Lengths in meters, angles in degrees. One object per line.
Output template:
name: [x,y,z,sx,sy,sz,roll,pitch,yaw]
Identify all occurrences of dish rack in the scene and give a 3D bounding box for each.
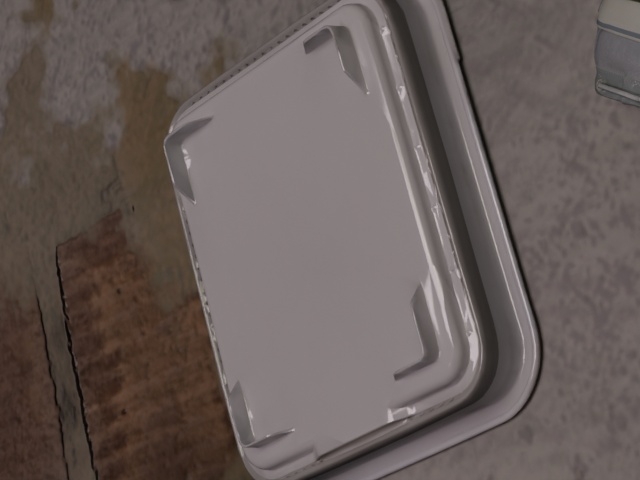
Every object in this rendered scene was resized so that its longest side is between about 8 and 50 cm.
dish rack: [0.000,0.000,1.366,0.285,0.072,0.333,-30,69,41]

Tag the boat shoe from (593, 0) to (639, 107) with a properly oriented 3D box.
boat shoe: [0.244,-0.081,1.115,0.227,0.079,0.081,31,120,48]
